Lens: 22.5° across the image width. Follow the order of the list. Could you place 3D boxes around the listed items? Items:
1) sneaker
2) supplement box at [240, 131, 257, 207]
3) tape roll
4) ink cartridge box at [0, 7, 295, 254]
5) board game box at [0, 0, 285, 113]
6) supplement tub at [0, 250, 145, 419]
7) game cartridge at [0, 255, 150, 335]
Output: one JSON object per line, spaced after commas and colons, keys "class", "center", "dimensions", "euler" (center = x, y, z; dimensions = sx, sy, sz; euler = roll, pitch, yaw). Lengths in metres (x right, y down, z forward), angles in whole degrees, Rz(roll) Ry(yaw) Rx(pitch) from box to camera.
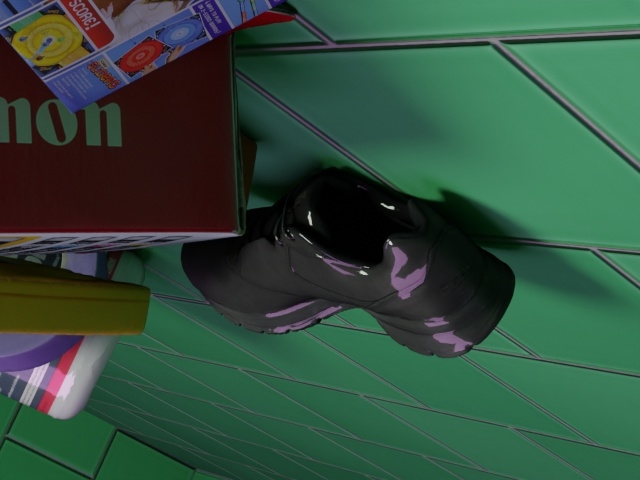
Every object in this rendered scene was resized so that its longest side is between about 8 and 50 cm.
{"class": "sneaker", "center": [0.000, 0.000, 1.154], "dimensions": [0.286, 0.109, 0.130], "euler": [2, 146, 40]}
{"class": "supplement box", "center": [-0.164, -0.041, 1.155], "dimensions": [0.233, 0.080, 0.078], "euler": [-3, 157, 33]}
{"class": "tape roll", "center": [-0.297, 0.024, 1.501], "dimensions": [0.189, 0.189, 0.080], "euler": [23, 166, 5]}
{"class": "ink cartridge box", "center": [-0.206, -0.059, 0.889], "dimensions": [0.309, 0.130, 0.272], "euler": [-1, 177, -37]}
{"class": "board game box", "center": [-0.092, -0.140, 0.700], "dimensions": [0.035, 0.136, 0.201], "euler": [64, -177, 25]}
{"class": "supplement tub", "center": [-0.336, 0.049, 1.649], "dimensions": [0.272, 0.191, 0.191], "euler": [25, 166, -8]}
{"class": "game cartridge", "center": [-0.331, 0.019, 1.169], "dimensions": [0.323, 0.053, 0.285], "euler": [8, 180, 24]}
